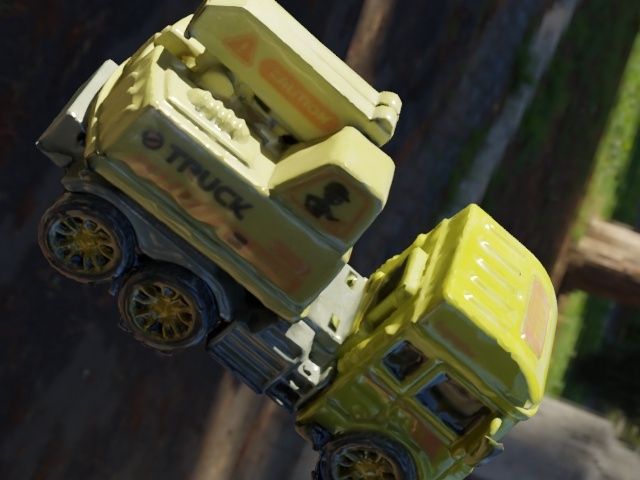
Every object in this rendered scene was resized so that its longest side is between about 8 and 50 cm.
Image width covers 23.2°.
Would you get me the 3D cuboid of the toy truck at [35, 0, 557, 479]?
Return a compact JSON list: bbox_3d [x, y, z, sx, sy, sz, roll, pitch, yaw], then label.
[{"bbox_3d":[0.000,0.000,0.771,0.157,0.272,0.124,-41,-166,33],"label":"toy truck"}]
